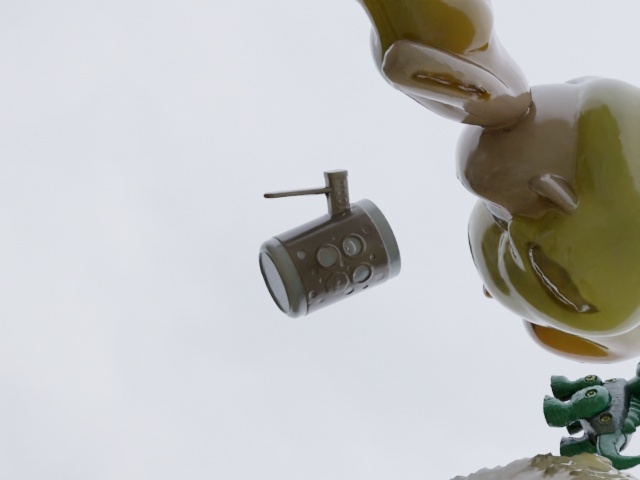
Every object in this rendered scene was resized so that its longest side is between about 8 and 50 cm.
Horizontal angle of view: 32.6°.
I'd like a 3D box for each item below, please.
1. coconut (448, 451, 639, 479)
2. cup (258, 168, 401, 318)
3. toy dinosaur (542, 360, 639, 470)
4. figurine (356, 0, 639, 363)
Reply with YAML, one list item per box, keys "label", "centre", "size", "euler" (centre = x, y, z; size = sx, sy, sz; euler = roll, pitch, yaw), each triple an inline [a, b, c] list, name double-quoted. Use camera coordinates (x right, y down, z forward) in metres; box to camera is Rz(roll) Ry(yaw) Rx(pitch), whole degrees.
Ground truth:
- label: "coconut"
  centre: [0.083, 0.230, 0.412]
  size: [0.233, 0.233, 0.245]
  euler: [-11, -66, 35]
- label: "cup"
  centre: [0.004, 0.005, 0.883]
  size: [0.074, 0.099, 0.102]
  euler: [47, -26, 46]
- label: "toy dinosaur"
  centre: [0.214, 0.123, 0.781]
  size: [0.096, 0.132, 0.059]
  euler: [-18, -71, 23]
- label: "figurine"
  centre: [0.099, -0.043, 0.491]
  size: [0.131, 0.156, 0.246]
  euler: [-34, -65, 24]
